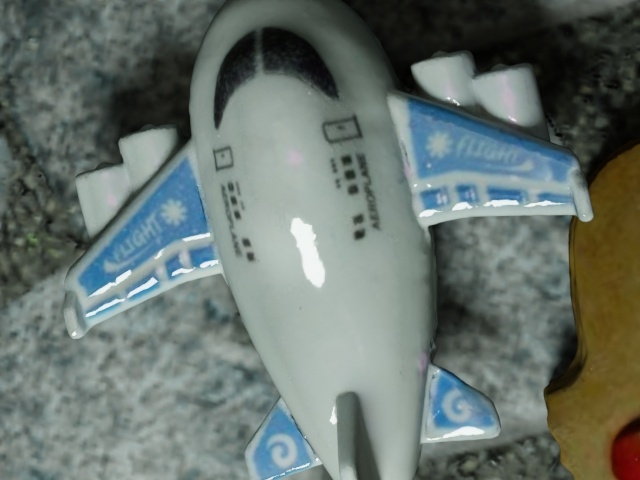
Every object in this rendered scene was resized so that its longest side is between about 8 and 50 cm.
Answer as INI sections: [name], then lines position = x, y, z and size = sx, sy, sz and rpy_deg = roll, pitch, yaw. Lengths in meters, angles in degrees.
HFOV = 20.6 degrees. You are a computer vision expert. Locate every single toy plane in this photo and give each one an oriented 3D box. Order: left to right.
[toy plane]
position = 0.001, 0.000, 0.865
size = 0.267, 0.122, 0.266
rpy_deg = 0, 87, 10

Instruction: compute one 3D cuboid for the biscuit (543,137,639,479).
[biscuit]
position = 0.311, 0.108, 0.833
size = 0.394, 0.076, 0.368
rpy_deg = -10, 88, 10
